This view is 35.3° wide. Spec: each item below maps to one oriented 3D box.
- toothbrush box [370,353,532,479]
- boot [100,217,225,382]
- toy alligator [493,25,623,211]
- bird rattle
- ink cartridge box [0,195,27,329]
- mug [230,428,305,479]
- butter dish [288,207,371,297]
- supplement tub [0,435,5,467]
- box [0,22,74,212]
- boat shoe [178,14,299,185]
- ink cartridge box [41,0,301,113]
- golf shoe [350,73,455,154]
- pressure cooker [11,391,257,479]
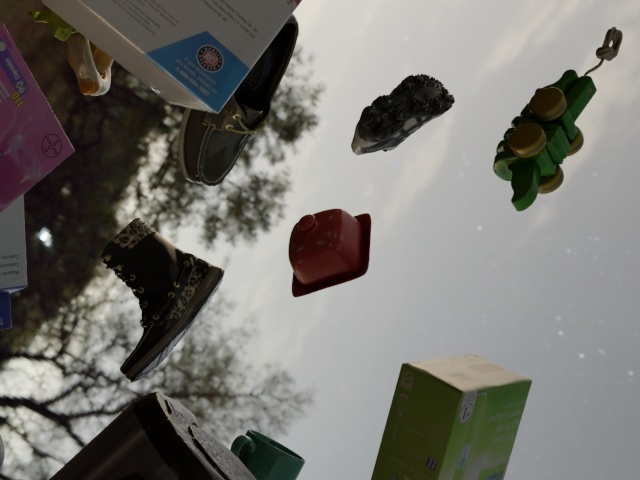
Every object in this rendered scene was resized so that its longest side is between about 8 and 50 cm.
[{"bbox_3d":[0.195,0.333,1.569,0.122,0.206,0.283,24,-76,39],"label":"toothbrush box"},{"bbox_3d":[-0.284,0.090,1.590,0.236,0.179,0.085,-53,177,-27],"label":"boot"},{"bbox_3d":[0.186,-0.102,0.820,0.051,0.056,0.189,12,-118,42],"label":"toy alligator"},{"bbox_3d":[-0.414,-0.355,1.752,0.253,0.143,0.206,-123,-156,-72],"label":"bird rattle"},{"bbox_3d":[-0.712,0.030,1.948,0.072,0.324,0.330,-1,-86,32],"label":"ink cartridge box"},{"bbox_3d":[-0.119,0.436,1.966,0.097,0.158,0.129,-62,-167,-6],"label":"mug"},{"bbox_3d":[0.000,0.000,1.802,0.160,0.118,0.159,-18,-137,24],"label":"butter dish"},{"bbox_3d":[-0.550,0.295,1.529,0.190,0.117,0.117,101,8,-54],"label":"supplement tub"},{"bbox_3d":[-0.498,-0.144,1.373,0.117,0.213,0.243,9,-136,39],"label":"box"},{"bbox_3d":[-0.122,-0.211,1.500,0.091,0.109,0.305,35,-70,37],"label":"boat shoe"},{"bbox_3d":[-0.137,-0.311,1.121,0.270,0.198,0.197,-54,-154,-6],"label":"ink cartridge box"},{"bbox_3d":[0.117,-0.186,1.505,0.198,0.077,0.094,-26,164,-38],"label":"golf shoe"},{"bbox_3d":[-0.286,0.496,1.557,0.420,0.375,0.370,-42,-149,-4],"label":"pressure cooker"}]
